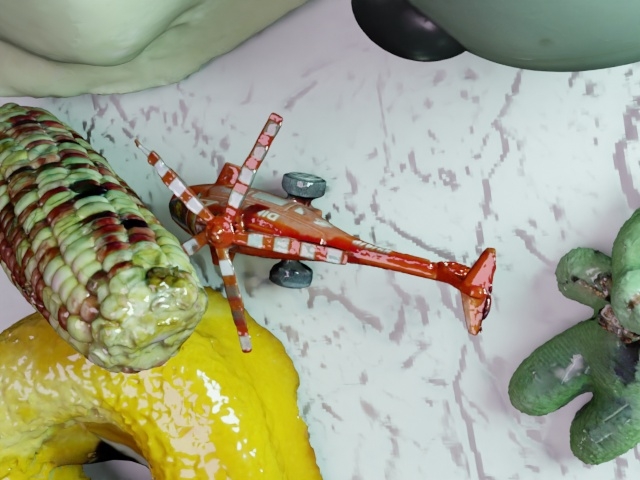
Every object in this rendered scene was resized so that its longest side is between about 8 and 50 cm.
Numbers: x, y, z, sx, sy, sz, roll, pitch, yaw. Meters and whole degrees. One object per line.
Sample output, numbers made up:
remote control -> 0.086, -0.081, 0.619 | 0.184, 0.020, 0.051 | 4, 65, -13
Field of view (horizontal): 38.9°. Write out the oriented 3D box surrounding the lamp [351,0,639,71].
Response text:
lamp -> 0.106, -0.188, 0.368 | 0.197, 0.198, 0.244 | -4, 72, 26

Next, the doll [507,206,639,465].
doll -> 0.152, 0.048, 0.430 | 0.115, 0.077, 0.150 | 45, 125, 25

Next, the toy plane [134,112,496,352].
toy plane -> 0.000, -0.008, 0.491 | 0.194, 0.077, 0.126 | -8, 95, 24

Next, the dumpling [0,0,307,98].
dumpling -> -0.192, -0.213, 0.457 | 0.395, 0.233, 0.315 | 39, 123, -21

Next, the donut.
donut -> -0.124, 0.143, 0.556 | 0.253, 0.118, 0.253 | 0, 92, 12

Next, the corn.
corn -> -0.138, -0.004, 0.505 | 0.253, 0.086, 0.086 | 37, 113, 46
